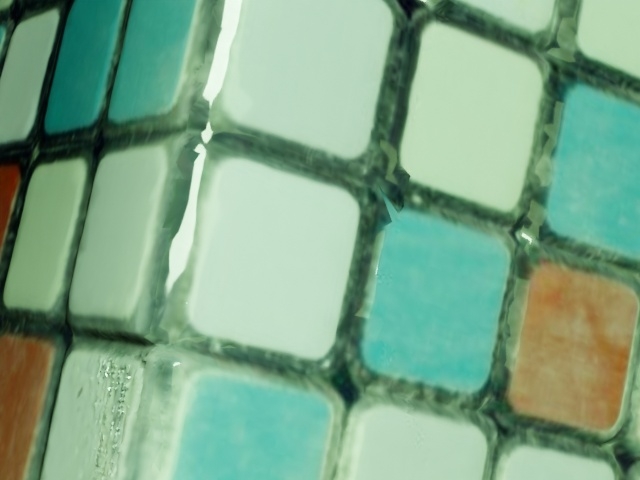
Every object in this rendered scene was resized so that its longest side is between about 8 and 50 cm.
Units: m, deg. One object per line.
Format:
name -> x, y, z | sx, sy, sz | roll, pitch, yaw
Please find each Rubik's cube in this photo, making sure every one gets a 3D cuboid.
Rubik's cube -> 0.001, 0.000, 0.547 | 0.259, 0.256, 0.253 | 18, 81, -31
